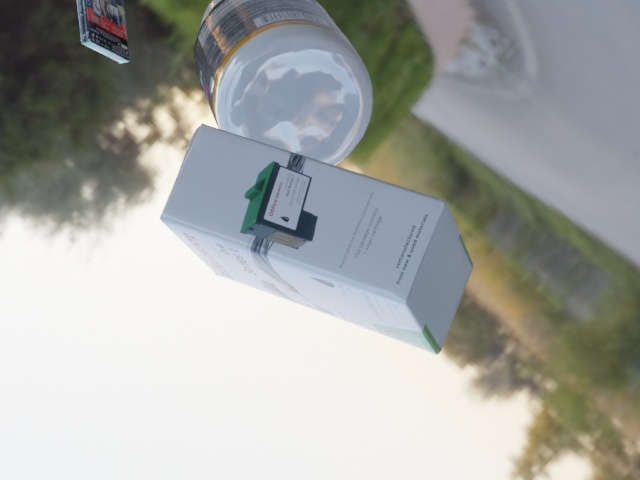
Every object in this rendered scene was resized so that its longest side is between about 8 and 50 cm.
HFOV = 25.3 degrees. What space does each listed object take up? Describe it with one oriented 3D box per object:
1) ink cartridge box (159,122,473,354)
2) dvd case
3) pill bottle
[{"bbox_3d":[0.000,0.000,1.162,0.219,0.092,0.160,18,166,20],"label":"ink cartridge box"},{"bbox_3d":[-0.228,-0.250,1.475,0.087,0.013,0.119,17,-115,-70],"label":"dvd case"},{"bbox_3d":[-0.049,-0.185,1.525,0.162,0.162,0.278,39,-170,-23],"label":"pill bottle"}]
